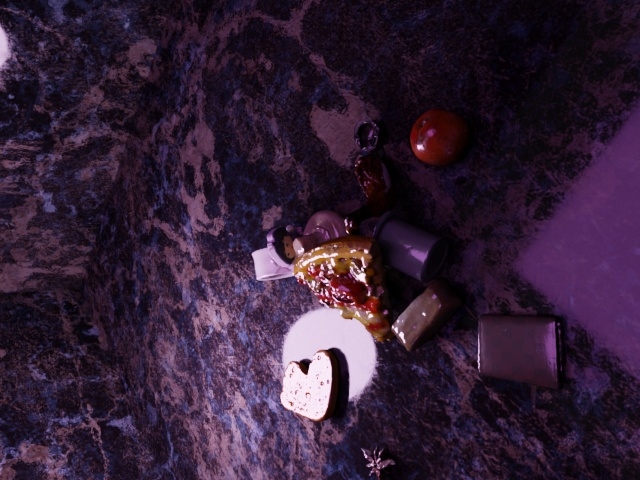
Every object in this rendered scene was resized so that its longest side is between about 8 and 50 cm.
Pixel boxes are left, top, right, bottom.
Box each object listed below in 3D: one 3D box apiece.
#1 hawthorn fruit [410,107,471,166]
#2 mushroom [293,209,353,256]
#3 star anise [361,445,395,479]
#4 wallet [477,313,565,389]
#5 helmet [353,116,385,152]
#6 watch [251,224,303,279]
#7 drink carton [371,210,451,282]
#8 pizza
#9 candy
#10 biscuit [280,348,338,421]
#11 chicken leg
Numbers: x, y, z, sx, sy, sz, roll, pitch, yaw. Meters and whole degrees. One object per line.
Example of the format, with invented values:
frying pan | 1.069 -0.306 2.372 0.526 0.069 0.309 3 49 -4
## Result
hawthorn fruit | 0.339 -0.296 1.472 0.172 0.172 0.173 -1 89 45
mushroom | 0.003 -0.009 1.792 0.206 0.209 0.207 -167 90 -69
star anise | 0.183 0.731 1.689 0.129 0.056 0.124 37 115 39
wallet | 0.527 0.288 1.362 0.229 0.049 0.182 -4 87 47
helmet | 0.169 -0.347 1.709 0.098 0.070 0.123 -36 58 32
watch | -0.157 0.057 1.907 0.231 0.244 0.196 -15 79 37
drink carton | 0.266 0.031 1.538 0.189 0.191 0.186 32 110 34
pizza | 0.109 0.176 1.594 0.406 0.130 0.440 52 148 -9
candy | 0.315 0.225 1.535 0.104 0.102 0.234 53 126 31
biscuit | -0.038 0.529 1.918 0.277 0.052 0.262 0 85 46
chicken leg | 0.162 -0.145 1.565 0.096 0.157 0.407 -53 11 41
